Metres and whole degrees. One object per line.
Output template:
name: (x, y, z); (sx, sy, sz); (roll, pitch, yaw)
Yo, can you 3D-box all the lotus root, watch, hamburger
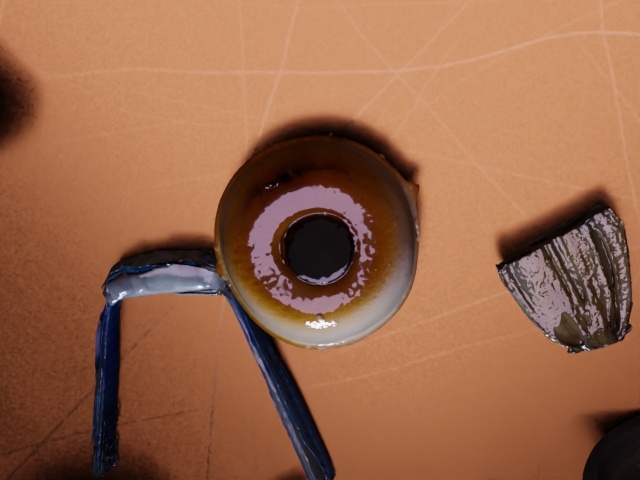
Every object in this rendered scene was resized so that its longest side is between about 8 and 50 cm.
lotus root: (0.271, 0.048, 1.729); (0.143, 0.070, 0.144); (-22, 99, 5)
watch: (-0.117, 0.148, 1.793); (0.276, 0.068, 0.274); (3, 105, 3)
hamburger: (-0.005, 0.000, 1.701); (0.237, 0.147, 0.236); (0, 93, 1)

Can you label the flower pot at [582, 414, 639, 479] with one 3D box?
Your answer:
flower pot: (0.404, 0.306, 1.733); (0.235, 0.235, 0.148); (-5, 126, 7)
